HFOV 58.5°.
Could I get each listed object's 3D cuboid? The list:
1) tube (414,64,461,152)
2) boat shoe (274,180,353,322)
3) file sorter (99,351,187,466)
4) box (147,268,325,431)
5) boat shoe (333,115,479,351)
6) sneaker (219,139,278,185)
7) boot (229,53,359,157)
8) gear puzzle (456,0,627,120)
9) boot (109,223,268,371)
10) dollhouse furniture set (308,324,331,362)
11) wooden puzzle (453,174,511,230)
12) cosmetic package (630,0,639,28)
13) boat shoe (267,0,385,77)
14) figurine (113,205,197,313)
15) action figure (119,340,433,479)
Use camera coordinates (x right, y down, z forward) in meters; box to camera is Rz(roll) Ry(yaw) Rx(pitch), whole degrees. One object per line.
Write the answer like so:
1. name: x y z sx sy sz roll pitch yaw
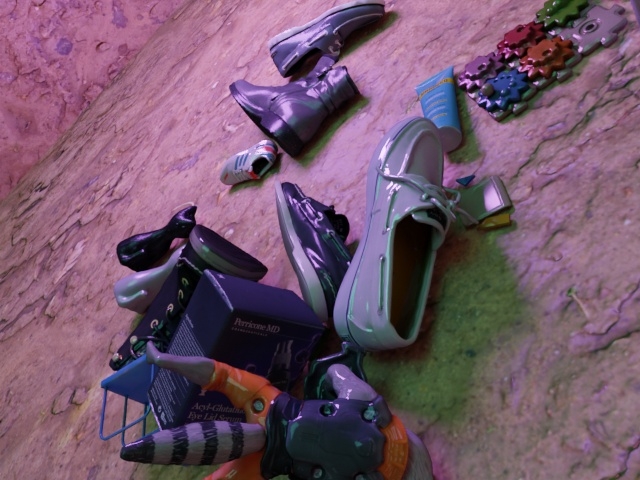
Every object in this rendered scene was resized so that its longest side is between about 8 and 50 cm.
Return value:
1. tube: 0.207 -0.234 0.995 0.080 0.052 0.207 -22 39 23
2. boat shoe: 0.000 -0.003 0.942 0.113 0.127 0.340 -14 32 -7
3. file sorter: -0.236 0.267 0.883 0.118 0.170 0.105 -31 44 21
4. box: -0.117 0.163 0.777 0.108 0.153 0.207 42 110 50
5. boat shoe: 0.134 -0.026 0.784 0.156 0.135 0.367 -12 52 54
6. sneaker: -0.166 -0.162 1.282 0.161 0.057 0.075 -27 36 21
7. boot: -0.059 -0.337 1.308 0.222 0.118 0.338 -44 48 0
8. gear puzzle: 0.380 -0.339 0.915 0.339 0.044 0.175 -37 38 14
9. boot: -0.228 0.122 0.958 0.284 0.138 0.377 -57 12 -7
10. dollhouse furniture set: -0.062 0.135 0.906 0.151 0.076 0.059 18 73 40
11. wooden puzzle: 0.235 -0.056 0.834 0.078 0.014 0.116 -20 45 25
12. cosmetic package: 0.616 -0.412 0.651 0.453 0.161 0.230 1 59 45
13. boat shoe: 0.019 -0.486 1.385 0.319 0.116 0.099 -13 92 28
14. figurine: -0.352 0.036 1.273 0.209 0.092 0.215 -33 40 12
15. action figure: -0.034 0.265 0.612 0.178 0.330 0.342 109 163 -69
